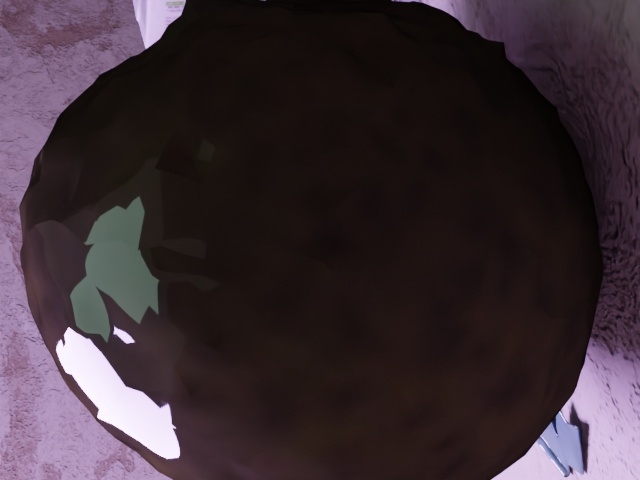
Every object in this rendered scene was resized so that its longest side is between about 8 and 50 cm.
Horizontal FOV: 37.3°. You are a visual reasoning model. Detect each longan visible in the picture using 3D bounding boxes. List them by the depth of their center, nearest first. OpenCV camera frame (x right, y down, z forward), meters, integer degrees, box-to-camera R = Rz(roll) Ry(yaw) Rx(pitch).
[{"bbox_3d":[0.000,0.000,0.660,0.391,0.391,0.391,167,90,-78],"label":"longan"}]

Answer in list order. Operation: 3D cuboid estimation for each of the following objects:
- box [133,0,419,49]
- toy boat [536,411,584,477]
[{"bbox_3d":[-0.026,-0.252,0.780,0.194,0.260,0.111,145,116,-75],"label":"box"},{"bbox_3d":[0.141,0.098,0.851,0.291,0.067,0.221,-121,22,-48],"label":"toy boat"}]
